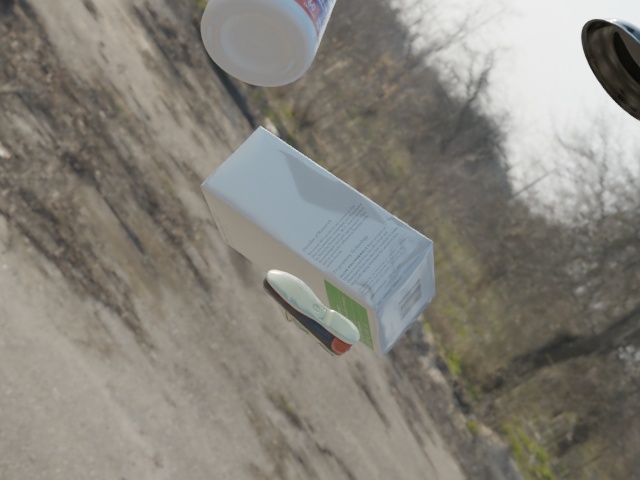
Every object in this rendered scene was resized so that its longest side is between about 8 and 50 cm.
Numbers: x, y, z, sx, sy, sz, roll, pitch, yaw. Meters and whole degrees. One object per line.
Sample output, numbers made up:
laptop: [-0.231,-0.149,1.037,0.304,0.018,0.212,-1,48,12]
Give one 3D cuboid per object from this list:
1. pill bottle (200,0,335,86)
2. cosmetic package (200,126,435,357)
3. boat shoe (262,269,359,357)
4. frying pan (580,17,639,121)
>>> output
pill bottle: [-0.035,-0.247,0.951,0.108,0.108,0.194,51,41,-36]
cosmetic package: [0.000,0.000,1.629,0.365,0.155,0.197,34,-19,24]
boat shoe: [-0.017,0.089,1.196,0.137,0.043,0.049,38,36,-9]
frying pan: [0.508,-0.212,1.494,0.326,0.053,0.197,50,-6,21]
